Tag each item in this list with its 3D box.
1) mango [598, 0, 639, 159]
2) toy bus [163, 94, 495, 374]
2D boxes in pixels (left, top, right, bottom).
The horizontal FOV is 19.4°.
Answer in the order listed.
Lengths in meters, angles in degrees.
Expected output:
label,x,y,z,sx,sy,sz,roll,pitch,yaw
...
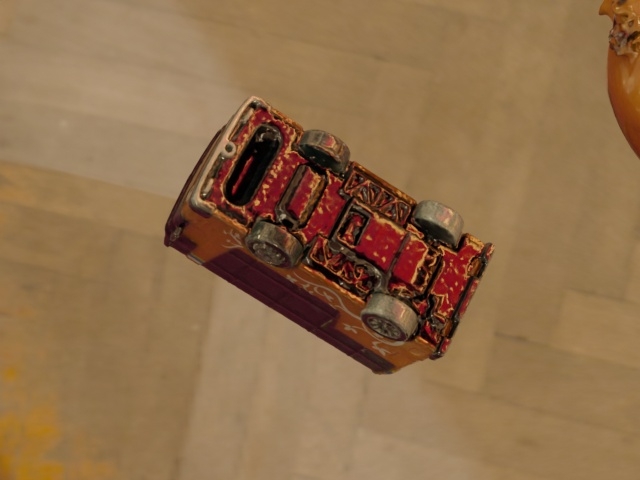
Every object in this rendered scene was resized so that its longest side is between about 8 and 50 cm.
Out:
label,x,y,z,sx,sy,sz,roll,pitch,yaw
mango,0.153,-0.049,0.701,0.063,0.127,0.077,-18,37,44
toy bus,0.000,0.000,1.749,0.275,0.167,0.138,32,67,-12
